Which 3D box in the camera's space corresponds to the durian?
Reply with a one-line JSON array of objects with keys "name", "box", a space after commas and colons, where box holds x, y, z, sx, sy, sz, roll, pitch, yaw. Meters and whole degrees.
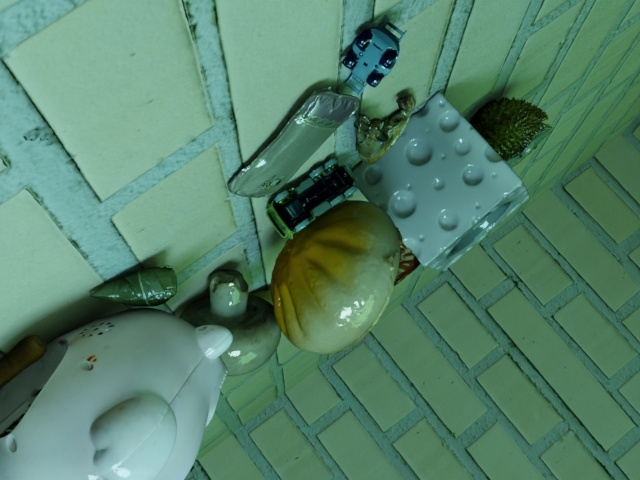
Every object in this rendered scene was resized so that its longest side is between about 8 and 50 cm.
[{"name": "durian", "box": [0.386, -0.224, 1.835, 0.237, 0.138, 0.193, -34, 168, -31]}]

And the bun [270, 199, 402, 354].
[{"name": "bun", "box": [0.008, 0.051, 1.482, 0.164, 0.299, 0.299, 25, 125, -25]}]

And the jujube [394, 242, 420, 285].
[{"name": "jujube", "box": [0.154, 0.021, 1.949, 0.250, 0.174, 0.174, -50, 162, 28]}]

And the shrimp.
[{"name": "shrimp", "box": [0.109, -0.200, 1.417, 0.143, 0.052, 0.251, -51, 172, 5]}]

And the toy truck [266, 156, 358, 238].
[{"name": "toy truck", "box": [-0.017, -0.071, 1.438, 0.169, 0.077, 0.100, -37, 179, -24]}]

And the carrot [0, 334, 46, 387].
[{"name": "carrot", "box": [-0.476, 0.205, 1.205, 0.190, 0.037, 0.037, -39, 166, 6]}]

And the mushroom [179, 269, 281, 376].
[{"name": "mushroom", "box": [-0.172, 0.148, 1.546, 0.204, 0.204, 0.204, -36, 165, -11]}]

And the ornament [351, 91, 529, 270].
[{"name": "ornament", "box": [0.240, -0.105, 1.631, 0.239, 0.240, 0.240, -43, 165, 10]}]

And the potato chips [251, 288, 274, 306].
[{"name": "potato chips", "box": [-0.093, 0.153, 1.955, 0.080, 0.057, 0.407, -27, 167, 8]}]

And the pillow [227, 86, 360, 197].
[{"name": "pillow", "box": [-0.042, -0.140, 1.231, 0.232, 0.038, 0.130, -44, 160, 26]}]

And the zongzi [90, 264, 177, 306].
[{"name": "zongzi", "box": [-0.296, 0.082, 1.296, 0.130, 0.062, 0.154, -12, 173, -17]}]

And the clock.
[{"name": "clock", "box": [-0.327, 0.256, 1.242, 0.368, 0.250, 0.377, -17, -155, 52]}]

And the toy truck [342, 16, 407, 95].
[{"name": "toy truck", "box": [0.065, -0.244, 1.150, 0.136, 0.063, 0.074, -49, -178, 45]}]
